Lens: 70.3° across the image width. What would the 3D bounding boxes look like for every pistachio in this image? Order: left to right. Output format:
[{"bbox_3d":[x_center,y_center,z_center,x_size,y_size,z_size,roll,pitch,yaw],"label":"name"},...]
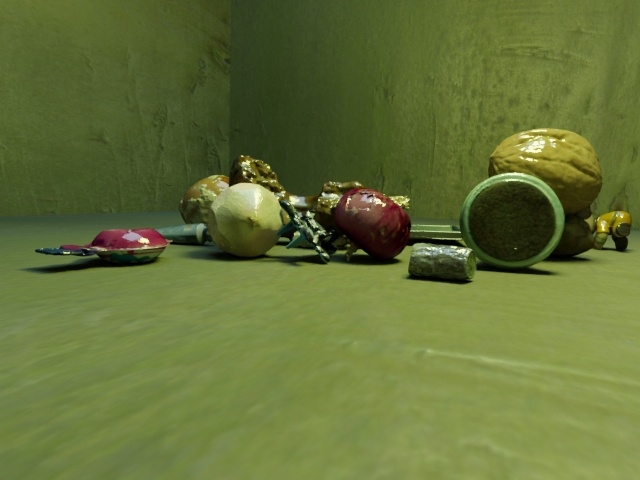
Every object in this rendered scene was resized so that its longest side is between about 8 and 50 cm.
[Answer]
[{"bbox_3d":[0.598,-0.010,1.161,0.126,0.108,0.185,36,-17,-30],"label":"pistachio"}]

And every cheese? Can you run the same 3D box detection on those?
[{"bbox_3d":[-0.384,0.012,0.839,0.155,0.062,0.244,4,7,30],"label":"cheese"}]

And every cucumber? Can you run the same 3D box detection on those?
[{"bbox_3d":[0.208,0.039,0.780,0.111,0.064,0.064,7,7,22],"label":"cucumber"}]

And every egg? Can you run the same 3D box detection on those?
[{"bbox_3d":[-0.297,-0.097,1.334,0.233,0.195,0.195,5,6,9],"label":"egg"}]

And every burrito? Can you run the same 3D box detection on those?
[{"bbox_3d":[0.000,0.000,1.180,0.149,0.041,0.055,5,21,2],"label":"burrito"}]

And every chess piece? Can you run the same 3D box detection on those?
[{"bbox_3d":[0.409,-0.031,1.014,0.194,0.195,0.299,3,-3,16],"label":"chess piece"}]

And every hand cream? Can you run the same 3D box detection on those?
[{"bbox_3d":[-0.399,-0.019,1.205,0.256,0.055,0.088,1,13,17],"label":"hand cream"}]

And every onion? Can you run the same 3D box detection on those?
[{"bbox_3d":[0.111,-0.034,0.991,0.177,0.153,0.177,28,26,-15],"label":"onion"}]

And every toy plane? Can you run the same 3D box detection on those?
[{"bbox_3d":[-0.005,-0.008,0.996,0.169,0.078,0.246,52,17,27],"label":"toy plane"}]

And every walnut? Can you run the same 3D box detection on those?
[{"bbox_3d":[0.535,-0.162,1.102,0.260,0.225,0.225,17,6,2],"label":"walnut"}]

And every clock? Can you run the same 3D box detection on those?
[{"bbox_3d":[0.312,-0.020,1.433,0.273,0.049,0.279,2,6,9],"label":"clock"}]

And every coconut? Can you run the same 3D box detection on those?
[{"bbox_3d":[-0.165,-0.042,0.983,0.170,0.171,0.183,0,5,-13],"label":"coconut"}]

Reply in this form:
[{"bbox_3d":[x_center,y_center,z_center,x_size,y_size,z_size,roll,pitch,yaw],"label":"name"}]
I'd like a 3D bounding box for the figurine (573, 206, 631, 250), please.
[{"bbox_3d":[0.812,-0.058,1.410,0.256,0.167,0.192,7,-6,27],"label":"figurine"}]

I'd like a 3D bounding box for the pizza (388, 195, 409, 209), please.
[{"bbox_3d":[0.127,-0.081,1.383,0.189,0.071,0.297,12,-23,-43],"label":"pizza"}]

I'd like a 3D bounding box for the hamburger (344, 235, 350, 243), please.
[{"bbox_3d":[0.078,-0.027,1.310,0.083,0.076,0.044,14,2,-10],"label":"hamburger"}]

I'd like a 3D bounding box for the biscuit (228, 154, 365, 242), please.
[{"bbox_3d":[-0.069,-0.091,1.196,0.366,0.115,0.268,16,-27,-14],"label":"biscuit"}]
